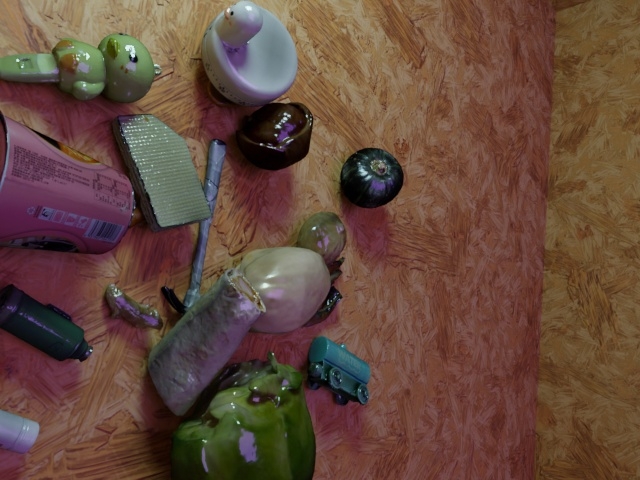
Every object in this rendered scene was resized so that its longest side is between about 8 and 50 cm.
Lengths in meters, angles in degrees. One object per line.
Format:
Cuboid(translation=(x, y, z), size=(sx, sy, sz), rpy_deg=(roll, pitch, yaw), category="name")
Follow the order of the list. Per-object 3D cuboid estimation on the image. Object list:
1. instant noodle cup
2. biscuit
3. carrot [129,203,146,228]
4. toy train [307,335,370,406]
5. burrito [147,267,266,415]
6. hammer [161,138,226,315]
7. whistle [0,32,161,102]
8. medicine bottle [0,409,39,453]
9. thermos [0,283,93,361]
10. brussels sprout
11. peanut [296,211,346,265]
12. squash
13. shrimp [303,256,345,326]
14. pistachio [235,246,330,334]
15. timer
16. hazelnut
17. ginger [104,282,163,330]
Cuboid(translation=(-0.474, -0.075, 0.950), size=(0.255, 0.243, 0.244), rpy_deg=(18, 73, -53), category="instant noodle cup")
Cuboid(translation=(-0.338, -0.148, 1.181), size=(0.150, 0.052, 0.253), rpy_deg=(-21, 91, -49), category="biscuit")
Cuboid(translation=(-0.387, -0.052, 1.147), size=(0.191, 0.047, 0.047), rpy_deg=(-38, 113, -45), category="carrot")
Cuboid(translation=(0.055, 0.364, 1.541), size=(0.248, 0.101, 0.159), rpy_deg=(38, 47, -39), category="toy train")
Cuboid(translation=(-0.244, 0.204, 1.149), size=(0.299, 0.143, 0.105), rpy_deg=(-51, 161, 5), category="burrito")
Cuboid(translation=(-0.261, -0.032, 1.283), size=(0.152, 0.044, 0.428), rpy_deg=(22, 69, -42), category="hammer")
Cuboid(translation=(-0.441, -0.338, 1.055), size=(0.294, 0.141, 0.141), rpy_deg=(-6, 90, -47), category="whistle")
Cuboid(translation=(-0.535, 0.323, 0.941), size=(0.089, 0.057, 0.057), rpy_deg=(39, 59, -37), category="medicine bottle")
Cuboid(translation=(-0.497, 0.158, 0.996), size=(0.073, 0.083, 0.188), rpy_deg=(-51, 125, -11), category="thermos")
Cuboid(translation=(-0.159, 0.427, 1.163), size=(0.371, 0.275, 0.315), rpy_deg=(-64, 137, -63), category="brussels sprout")
Cuboid(translation=(0.000, 0.000, 1.507), size=(0.159, 0.109, 0.141), rpy_deg=(-35, 100, -31), category="peanut")
Cuboid(translation=(0.151, -0.183, 1.643), size=(0.193, 0.156, 0.193), rpy_deg=(16, 40, -14), category="squash")
Cuboid(translation=(0.011, 0.147, 1.537), size=(0.254, 0.059, 0.145), rpy_deg=(-34, 113, -43), category="shrimp")
Cuboid(translation=(-0.092, 0.112, 1.324), size=(0.317, 0.193, 0.214), rpy_deg=(-21, 69, -50), category="pistachio")
Cuboid(translation=(-0.154, -0.437, 1.285), size=(0.233, 0.240, 0.234), rpy_deg=(7, 78, -37), category="timer")
Cuboid(translation=(-0.108, -0.258, 1.368), size=(0.201, 0.170, 0.161), rpy_deg=(-38, 120, -55), category="hazelnut")
Cuboid(translation=(-0.385, 0.144, 1.132), size=(0.137, 0.044, 0.057), rpy_deg=(40, 88, -30), category="ginger")
